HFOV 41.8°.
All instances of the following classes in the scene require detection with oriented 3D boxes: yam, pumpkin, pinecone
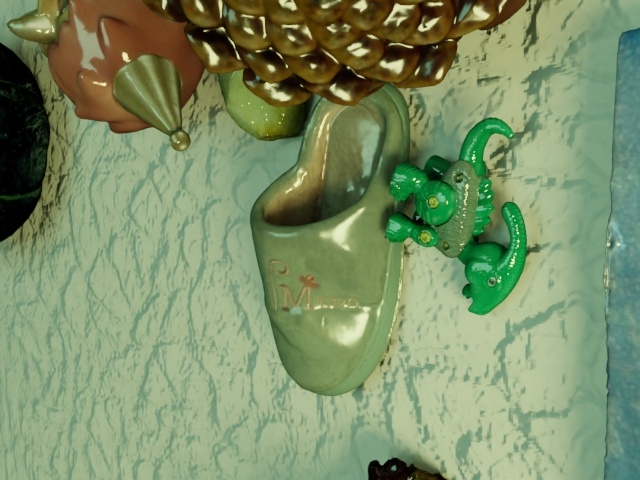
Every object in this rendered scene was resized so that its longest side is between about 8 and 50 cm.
[{"bbox_3d":[-0.059,-0.155,0.703,0.069,0.069,0.146,-31,69,42],"label":"yam"},{"bbox_3d":[-0.478,-0.119,1.023,0.315,0.238,0.315,-4,85,44],"label":"pumpkin"},{"bbox_3d":[-0.001,-0.219,0.522,0.264,0.264,0.264,3,94,46],"label":"pinecone"}]

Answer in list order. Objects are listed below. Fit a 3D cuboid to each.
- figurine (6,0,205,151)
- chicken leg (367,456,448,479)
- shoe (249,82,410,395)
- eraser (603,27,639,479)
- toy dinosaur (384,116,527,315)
[{"bbox_3d":[-0.207,-0.205,0.788,0.387,0.166,0.207,64,150,28],"label":"figurine"},{"bbox_3d":[0.076,0.283,0.600,0.106,0.051,0.253,-28,74,38],"label":"chicken leg"},{"bbox_3d":[0.000,0.000,0.628,0.103,0.100,0.251,18,102,44],"label":"shoe"},{"bbox_3d":[0.223,0.037,0.436,0.144,0.042,0.312,4,95,46],"label":"eraser"},{"bbox_3d":[0.099,-0.020,0.561,0.096,0.059,0.132,27,119,33],"label":"toy dinosaur"}]
